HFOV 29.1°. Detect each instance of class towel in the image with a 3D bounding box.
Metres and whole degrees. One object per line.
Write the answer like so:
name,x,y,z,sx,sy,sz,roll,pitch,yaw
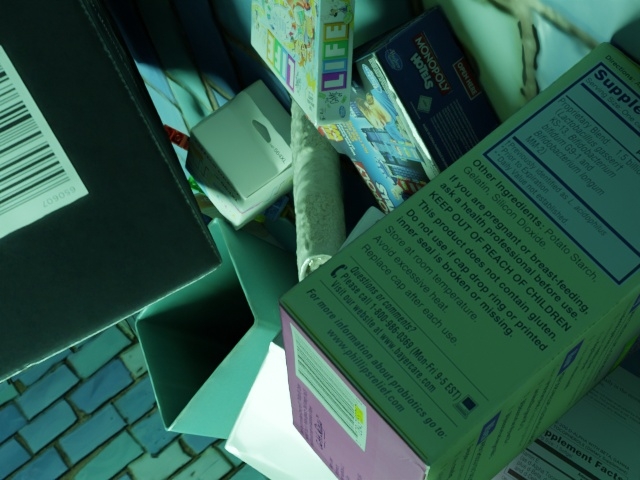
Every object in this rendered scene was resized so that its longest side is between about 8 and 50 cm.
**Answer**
towel,0.000,0.000,1.132,0.282,0.049,0.187,85,180,-61

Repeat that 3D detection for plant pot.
plant pot,-0.045,0.118,1.335,0.234,0.165,0.165,21,-151,-35

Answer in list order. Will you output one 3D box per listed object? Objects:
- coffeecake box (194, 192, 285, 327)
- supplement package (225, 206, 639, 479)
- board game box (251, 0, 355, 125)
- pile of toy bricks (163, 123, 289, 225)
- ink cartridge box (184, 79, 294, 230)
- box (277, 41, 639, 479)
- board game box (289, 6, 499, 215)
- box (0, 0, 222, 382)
coffeecake box,-0.113,0.028,1.504,0.185,0.142,0.068,47,121,18
supplement package,0.088,0.139,0.933,0.262,0.145,0.204,33,147,5
board game box,-0.015,-0.162,0.887,0.154,0.026,0.103,-125,30,-54
pile of toy bricks,-0.110,-0.049,1.441,0.212,0.118,0.105,28,179,20
ink cartridge box,-0.073,-0.086,1.237,0.092,0.090,0.143,51,165,6
box,0.106,0.042,0.724,0.117,0.243,0.213,47,164,20
board game box,0.061,-0.079,0.929,0.194,0.060,0.194,59,164,-23
box,-0.362,-0.199,1.221,0.480,0.297,0.472,65,175,-37
